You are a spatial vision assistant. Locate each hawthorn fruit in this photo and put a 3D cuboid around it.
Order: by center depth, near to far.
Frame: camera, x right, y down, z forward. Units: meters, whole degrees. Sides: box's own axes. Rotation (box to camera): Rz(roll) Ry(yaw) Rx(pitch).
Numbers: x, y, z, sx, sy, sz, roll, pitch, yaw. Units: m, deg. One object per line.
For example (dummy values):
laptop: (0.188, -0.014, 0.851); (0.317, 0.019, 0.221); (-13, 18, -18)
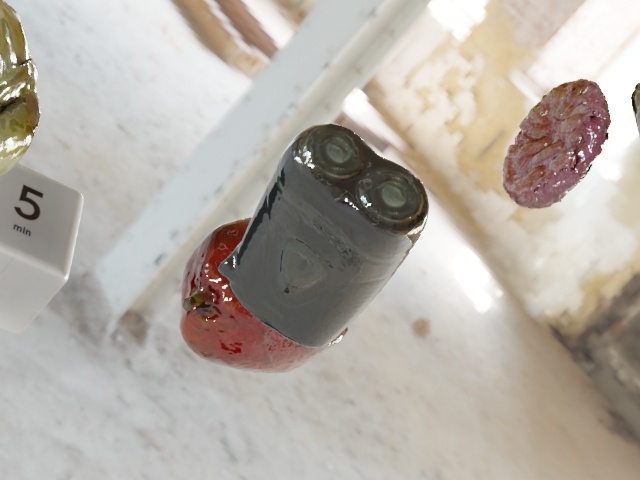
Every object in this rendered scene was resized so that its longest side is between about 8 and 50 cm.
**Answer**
hawthorn fruit: (-0.112, 0.091, 2.094); (0.307, 0.265, 0.265); (-9, 50, -47)

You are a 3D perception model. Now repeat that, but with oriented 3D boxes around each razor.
razor: (0.001, -0.001, 1.687); (0.204, 0.349, 0.113); (38, 53, 3)

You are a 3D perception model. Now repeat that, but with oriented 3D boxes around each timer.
timer: (-0.524, 0.004, 2.139); (0.194, 0.192, 0.195); (27, 41, -23)

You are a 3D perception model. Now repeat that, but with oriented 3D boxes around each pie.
pie: (0.247, -0.102, 1.373); (0.036, 0.154, 0.154); (31, 17, -23)

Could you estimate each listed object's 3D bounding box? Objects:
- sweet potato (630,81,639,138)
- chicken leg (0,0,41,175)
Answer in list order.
sweet potato: (0.556, -0.167, 2.012); (0.085, 0.112, 0.286); (21, 23, -18)
chicken leg: (-0.317, -0.086, 0.959); (0.201, 0.152, 0.429); (49, 22, -26)
